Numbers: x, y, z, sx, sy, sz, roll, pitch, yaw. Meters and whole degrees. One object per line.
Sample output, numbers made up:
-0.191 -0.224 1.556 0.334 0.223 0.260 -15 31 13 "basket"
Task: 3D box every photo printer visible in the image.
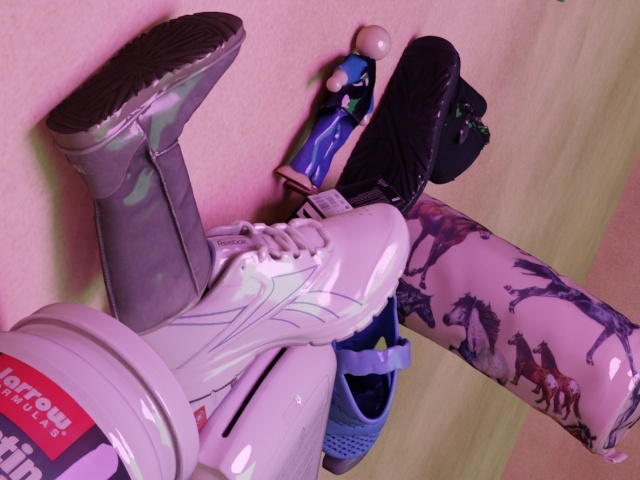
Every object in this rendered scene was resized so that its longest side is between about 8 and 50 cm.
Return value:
-0.078 0.253 1.297 0.256 0.107 0.307 -53 158 -47 "photo printer"

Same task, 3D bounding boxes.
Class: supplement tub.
-0.226 0.179 0.771 0.272 0.191 0.191 -43 150 -45 "supplement tub"

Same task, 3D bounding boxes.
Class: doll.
0.022 -0.137 1.208 0.189 0.046 0.129 -61 160 -8 "doll"

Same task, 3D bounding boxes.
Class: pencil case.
0.228 0.104 1.464 0.160 0.410 0.183 -29 146 -54 "pencil case"

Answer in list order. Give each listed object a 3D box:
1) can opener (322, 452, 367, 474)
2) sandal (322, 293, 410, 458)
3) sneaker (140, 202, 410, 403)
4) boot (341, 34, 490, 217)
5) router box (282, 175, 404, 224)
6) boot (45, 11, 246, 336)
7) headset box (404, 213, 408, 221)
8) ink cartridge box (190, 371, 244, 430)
-0.030 0.318 1.548 0.280 0.093 0.074 -51 157 -20 "can opener"
0.041 0.171 1.424 0.126 0.138 0.317 -10 136 -12 "sandal"
-0.046 0.036 1.054 0.297 0.111 0.129 -27 135 -20 "sneaker"
0.125 -0.101 1.422 0.246 0.094 0.207 -68 156 -9 "boot"
0.000 0.000 1.245 0.133 0.046 0.179 -47 167 27 "router box"
-0.111 -0.049 0.910 0.190 0.076 0.208 -39 134 -23 "boot"
0.057 -0.020 1.400 0.083 0.062 0.032 -34 143 -55 "headset box"
-0.114 0.111 1.148 0.135 0.056 0.099 -51 157 -31 "ink cartridge box"
